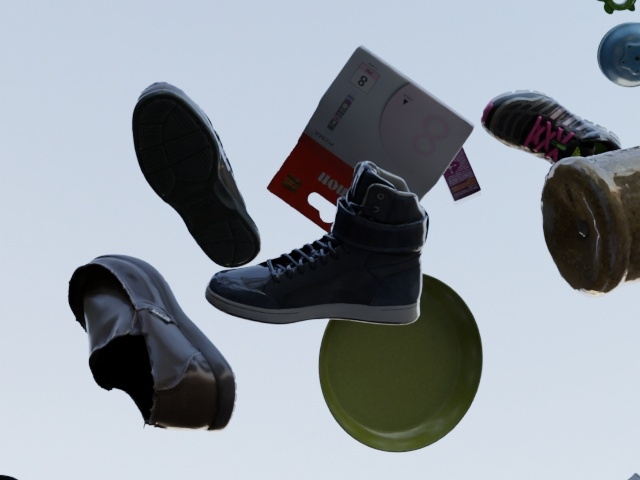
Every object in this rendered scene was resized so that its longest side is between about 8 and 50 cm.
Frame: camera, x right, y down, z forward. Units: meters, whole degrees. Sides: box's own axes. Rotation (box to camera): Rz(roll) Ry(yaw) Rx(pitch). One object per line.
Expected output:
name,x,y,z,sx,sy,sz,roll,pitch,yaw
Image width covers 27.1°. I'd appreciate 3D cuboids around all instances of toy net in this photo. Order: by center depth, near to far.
toy net,0.398,-0.229,1.357,0.232,0.045,0.122,-9,-77,5

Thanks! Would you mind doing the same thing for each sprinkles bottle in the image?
sprinkles bottle,0.369,-0.046,1.137,0.355,0.121,0.121,-13,-48,-18

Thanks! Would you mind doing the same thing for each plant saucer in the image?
plant saucer,0.102,0.159,1.768,0.241,0.037,0.241,-1,-88,-21

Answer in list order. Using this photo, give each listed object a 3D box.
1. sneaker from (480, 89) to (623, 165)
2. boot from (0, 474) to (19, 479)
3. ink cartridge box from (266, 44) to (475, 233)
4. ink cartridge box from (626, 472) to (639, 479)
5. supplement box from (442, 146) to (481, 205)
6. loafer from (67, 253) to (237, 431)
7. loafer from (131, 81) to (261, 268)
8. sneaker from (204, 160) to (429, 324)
sneaker,0.243,-0.100,1.341,0.170,0.075,0.063,19,-68,-23
boot,-0.395,0.403,1.584,0.094,0.246,0.207,12,-18,-5
ink cartridge box,0.063,-0.110,1.758,0.232,0.189,0.066,-55,-4,5
ink cartridge box,0.262,0.321,1.082,0.154,0.093,0.212,-37,-64,-2
supplement box,0.193,-0.097,1.880,0.043,0.083,0.055,-23,-8,3
loafer,-0.249,0.126,1.753,0.130,0.366,0.133,-4,-63,-38
loafer,-0.149,-0.083,1.568,0.096,0.084,0.267,-19,-52,8
sneaker,0.000,-0.001,1.332,0.226,0.086,0.163,0,-64,-16
